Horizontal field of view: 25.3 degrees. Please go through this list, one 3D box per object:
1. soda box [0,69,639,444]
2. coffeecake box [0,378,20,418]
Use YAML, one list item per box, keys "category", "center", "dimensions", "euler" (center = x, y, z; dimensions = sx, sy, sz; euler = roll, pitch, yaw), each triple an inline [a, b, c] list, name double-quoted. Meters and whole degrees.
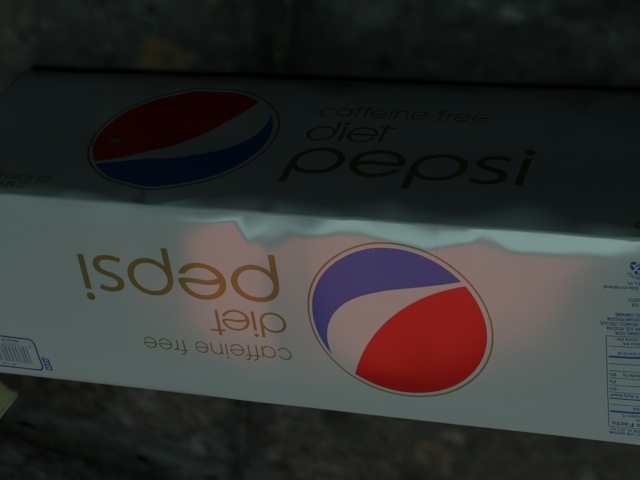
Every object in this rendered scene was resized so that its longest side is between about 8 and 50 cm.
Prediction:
- category: "soda box"
  center: [0.000, 0.000, 0.406]
  dimensions: [0.216, 0.074, 0.069]
  euler: [5, 126, 18]
- category: "coffeecake box"
  center: [-0.205, 0.021, 0.473]
  dimensions: [0.185, 0.068, 0.142]
  euler: [42, 157, -12]
